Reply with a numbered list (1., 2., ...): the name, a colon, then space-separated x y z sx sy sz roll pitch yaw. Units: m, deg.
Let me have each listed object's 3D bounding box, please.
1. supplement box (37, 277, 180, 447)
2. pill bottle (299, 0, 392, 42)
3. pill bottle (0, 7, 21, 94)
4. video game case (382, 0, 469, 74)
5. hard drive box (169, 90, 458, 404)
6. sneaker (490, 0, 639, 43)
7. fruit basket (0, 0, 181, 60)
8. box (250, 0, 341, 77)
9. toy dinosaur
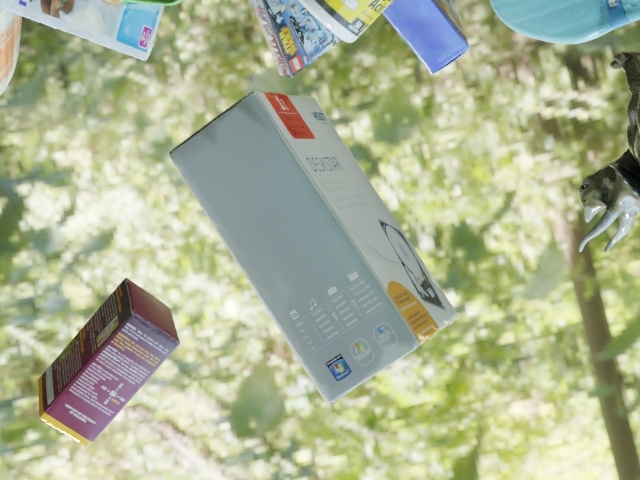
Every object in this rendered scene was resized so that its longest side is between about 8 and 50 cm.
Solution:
1. supplement box: -0.274 0.156 1.788 0.188 0.081 0.104 -48 -155 10
2. pill bottle: 0.038 -0.203 0.993 0.116 0.065 0.065 -46 161 13
3. pill bottle: -0.443 -0.301 1.548 0.229 0.229 0.407 -10 164 -17
4. video game case: 0.066 -0.358 1.680 0.061 0.269 0.244 -35 -154 16
5. hard drive box: 0.000 0.000 1.130 0.089 0.232 0.181 -35 175 15
6. sneaker: 0.364 -0.312 1.574 0.319 0.127 0.208 -2 -161 38
7. fruit basket: -0.203 -0.359 1.364 0.165 0.327 0.353 8 180 11
8. box: -0.033 -0.280 1.692 0.094 0.137 0.027 -40 -144 -28
9. toy dinosaur: 0.297 -0.098 1.148 0.121 0.160 0.313 -1 167 -3
